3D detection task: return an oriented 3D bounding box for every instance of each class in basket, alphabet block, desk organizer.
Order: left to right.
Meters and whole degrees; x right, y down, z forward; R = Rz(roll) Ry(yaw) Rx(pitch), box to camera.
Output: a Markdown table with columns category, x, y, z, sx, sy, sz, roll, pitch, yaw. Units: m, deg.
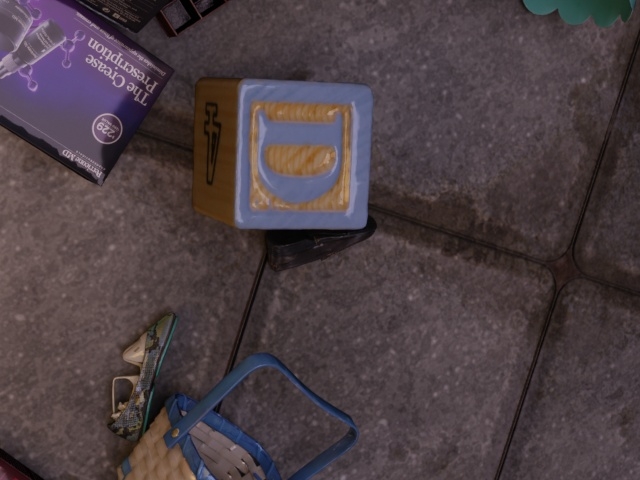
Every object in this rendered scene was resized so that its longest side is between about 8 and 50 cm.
| category | x | y | z | sx | sy | sz | roll | pitch | yaw |
| --- | --- | --- | --- | --- | --- | --- | --- | --- | --- |
| desk organizer | -0.160 | -0.326 | 1.565 | 0.130 | 0.050 | 0.047 | -37 | 110 | -13 |
| basket | -0.115 | 0.294 | 1.575 | 0.289 | 0.201 | 0.255 | -37 | 132 | 8 |
| alphabet block | -0.055 | -0.120 | 1.560 | 0.192 | 0.197 | 0.193 | 1 | 97 | -22 |

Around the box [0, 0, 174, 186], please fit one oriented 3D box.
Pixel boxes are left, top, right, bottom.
| category | x | y | z | sx | sy | sz | roll | pitch | yaw |
| --- | --- | --- | --- | --- | --- | --- | --- | --- | --- |
| box | -0.349 | -0.216 | 1.480 | 0.261 | 0.103 | 0.184 | 33 | 88 | -23 |

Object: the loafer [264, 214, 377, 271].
| category | x | y | z | sx | sy | sz | roll | pitch | yaw |
| --- | --- | --- | --- | --- | --- | --- | --- | --- | --- |
| loafer | 0.000 | 0.000 | 1.683 | 0.170 | 0.062 | 0.061 | -11 | 133 | -16 |

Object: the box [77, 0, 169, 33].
| category | x | y | z | sx | sy | sz | roll | pitch | yaw |
| --- | --- | --- | --- | --- | --- | --- | --- | --- | --- |
| box | -0.207 | -0.379 | 1.429 | 0.108 | 0.207 | 0.153 | 28 | 58 | -25 |

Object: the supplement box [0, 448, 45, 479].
| category | x | y | z | sx | sy | sz | roll | pitch | yaw |
| --- | --- | --- | --- | --- | --- | --- | --- | --- | --- |
| supplement box | -0.439 | 0.352 | 1.544 | 0.239 | 0.073 | 0.130 | 44 | 80 | -23 |

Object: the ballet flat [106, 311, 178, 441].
| category | x | y | z | sx | sy | sz | roll | pitch | yaw |
| --- | --- | --- | --- | --- | --- | --- | --- | --- | --- |
| ballet flat | -0.250 | 0.184 | 1.603 | 0.070 | 0.070 | 0.188 | 16 | 88 | -23 |

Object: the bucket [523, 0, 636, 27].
| category | x | y | z | sx | sy | sz | roll | pitch | yaw |
| --- | --- | --- | --- | --- | --- | --- | --- | --- | --- |
| bucket | 0.344 | -0.446 | 1.642 | 0.281 | 0.281 | 0.183 | 25 | 85 | -23 |
